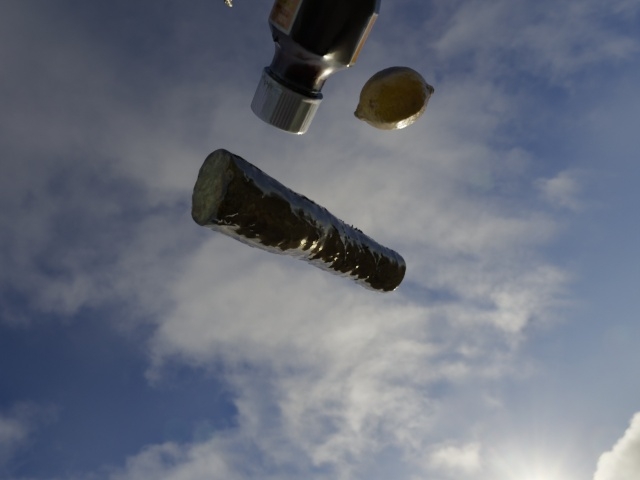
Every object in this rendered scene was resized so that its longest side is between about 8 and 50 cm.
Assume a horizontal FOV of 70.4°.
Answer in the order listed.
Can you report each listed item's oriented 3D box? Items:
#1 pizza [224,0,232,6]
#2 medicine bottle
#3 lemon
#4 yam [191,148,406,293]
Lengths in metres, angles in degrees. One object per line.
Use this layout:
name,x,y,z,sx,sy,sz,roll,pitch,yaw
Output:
pizza,-0.237,-0.659,0.983,0.074,0.251,0.287,-11,-58,9
medicine bottle,-0.037,-0.469,1.121,0.243,0.242,0.395,13,-59,-37
lemon,0.227,-0.438,1.414,0.257,0.188,0.188,-17,-52,5
yam,0.000,0.000,0.548,0.357,0.081,0.081,26,-80,-47
